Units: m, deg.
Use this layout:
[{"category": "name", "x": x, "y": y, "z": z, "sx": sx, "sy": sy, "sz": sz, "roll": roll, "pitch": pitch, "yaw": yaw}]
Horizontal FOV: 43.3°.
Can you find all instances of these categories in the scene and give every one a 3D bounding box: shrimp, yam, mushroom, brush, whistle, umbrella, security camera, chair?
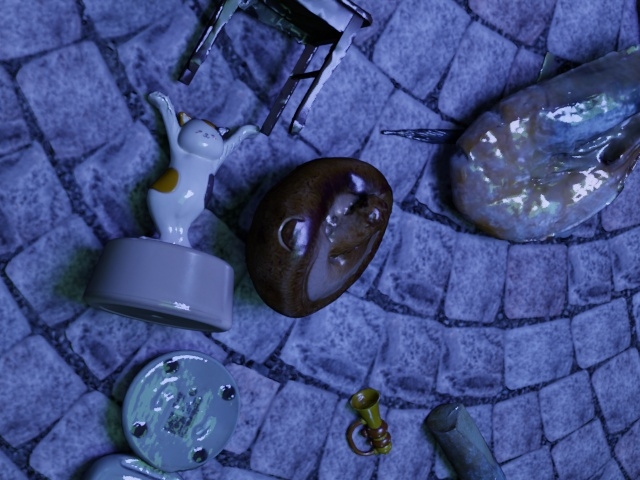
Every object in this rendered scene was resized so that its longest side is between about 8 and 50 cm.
[{"category": "shrimp", "x": 0.387, "y": -0.147, "z": 1.112, "sx": 0.445, "sy": 0.110, "sz": 0.221, "roll": -28, "pitch": 109, "yaw": 3}, {"category": "yam", "x": 0.228, "y": 0.327, "z": 1.238, "sx": 0.068, "sy": 0.068, "sz": 0.169, "roll": -35, "pitch": 113, "yaw": -12}, {"category": "mushroom", "x": -0.011, "y": -0.010, "z": 1.015, "sx": 0.231, "sy": 0.138, "sz": 0.194, "roll": -26, "pitch": 154, "yaw": -48}, {"category": "brush", "x": 0.328, "y": -0.237, "z": 1.189, "sx": 0.016, "sy": 0.013, "sz": 0.084, "roll": 18, "pitch": 92, "yaw": -23}, {"category": "whistle", "x": 0.072, "y": 0.276, "z": 1.176, "sx": 0.057, "sy": 0.046, "sz": 0.109, "roll": -30, "pitch": 118, "yaw": -30}, {"category": "umbrella", "x": 0.212, "y": -0.149, "z": 1.153, "sx": 0.268, "sy": 0.044, "sz": 0.044, "roll": 2, "pitch": 126, "yaw": -14}, {"category": "security camera", "x": -0.216, "y": 0.284, "z": 1.041, "sx": 0.157, "sy": 0.080, "sz": 0.302, "roll": 29, "pitch": 79, "yaw": -23}, {"category": "chair", "x": -0.024, "y": -0.292, "z": 0.932, "sx": 0.160, "sy": 0.186, "sz": 0.319, "roll": 30, "pitch": 88, "yaw": -16}]

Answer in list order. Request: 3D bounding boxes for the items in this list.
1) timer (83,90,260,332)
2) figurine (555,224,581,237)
[{"category": "timer", "x": -0.168, "y": -0.036, "z": 0.971, "sx": 0.175, "sy": 0.175, "sz": 0.266, "roll": 16, "pitch": 76, "yaw": -25}, {"category": "figurine", "x": 0.350, "y": -0.052, "z": 1.212, "sx": 0.094, "sy": 0.082, "sz": 0.086, "roll": -3, "pitch": 120, "yaw": -11}]
